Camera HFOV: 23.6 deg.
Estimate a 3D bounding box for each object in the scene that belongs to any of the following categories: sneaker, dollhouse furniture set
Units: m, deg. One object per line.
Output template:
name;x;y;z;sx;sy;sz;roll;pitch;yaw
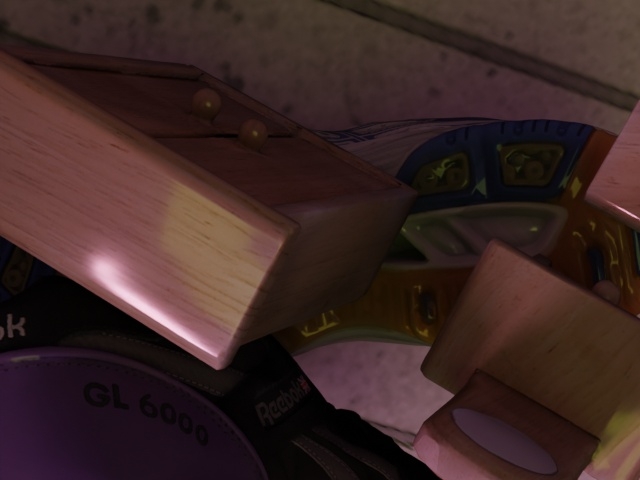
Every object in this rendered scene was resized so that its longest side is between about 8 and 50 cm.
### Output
sneaker;-0.020;0.070;0.535;0.107;0.283;0.124;-21;73;22
sneaker;0.000;0.000;0.641;0.297;0.131;0.111;4;95;15
dollhouse furniture set;0.044;-0.141;0.459;0.303;0.174;0.355;31;102;12
